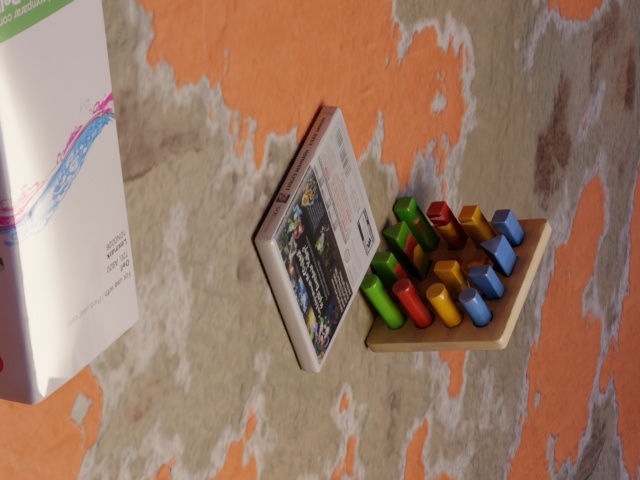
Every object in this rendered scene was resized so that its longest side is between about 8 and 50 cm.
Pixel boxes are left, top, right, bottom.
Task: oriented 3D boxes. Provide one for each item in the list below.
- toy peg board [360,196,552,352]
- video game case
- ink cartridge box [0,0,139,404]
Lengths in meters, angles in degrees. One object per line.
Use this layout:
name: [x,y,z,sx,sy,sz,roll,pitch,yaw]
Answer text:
toy peg board: [0.126,0.025,1.985,0.079,0.160,0.161,54,47,-36]
video game case: [0.000,0.000,1.848,0.190,0.022,0.173,72,35,-46]
ink cartridge box: [-0.227,-0.064,1.108,0.117,0.201,0.278,-44,136,-53]
